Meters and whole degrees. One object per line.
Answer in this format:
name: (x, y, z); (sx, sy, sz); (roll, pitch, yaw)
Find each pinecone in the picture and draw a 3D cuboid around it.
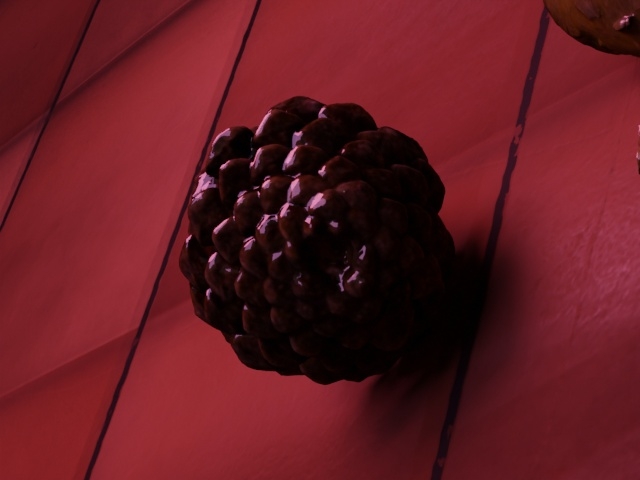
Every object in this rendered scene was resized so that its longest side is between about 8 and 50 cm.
pinecone: (0.001, -0.004, 1.169); (0.204, 0.179, 0.184); (-87, 3, -71)

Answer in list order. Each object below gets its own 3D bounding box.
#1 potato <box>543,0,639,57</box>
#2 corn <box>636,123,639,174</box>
potato: (0.224, -0.181, 1.069); (0.251, 0.113, 0.149); (-18, 51, 67)
corn: (0.269, -0.059, 0.850); (0.320, 0.097, 0.097); (-10, 51, 61)
